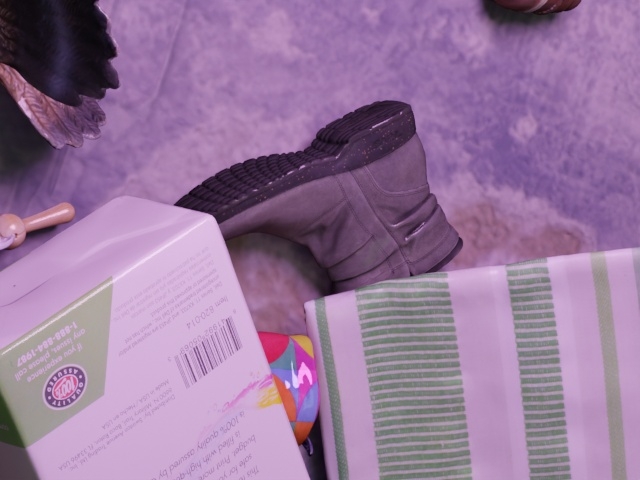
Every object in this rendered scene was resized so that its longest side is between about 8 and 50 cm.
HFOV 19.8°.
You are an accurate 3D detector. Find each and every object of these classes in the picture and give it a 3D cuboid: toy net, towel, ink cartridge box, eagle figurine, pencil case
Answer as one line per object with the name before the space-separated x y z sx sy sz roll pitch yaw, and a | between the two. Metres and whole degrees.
toy net | -0.217 0.020 1.430 0.232 0.045 0.122 18 44 -11
towel | 0.159 0.139 1.519 0.325 0.038 0.248 -7 104 8
ink cartridge box | -0.127 0.172 1.325 0.207 0.119 0.353 -35 119 -32
eagle figurine | -0.288 -0.180 1.329 0.298 0.226 0.225 7 126 -7
pencil case | -0.114 0.122 1.469 0.236 0.104 0.104 6 90 -22

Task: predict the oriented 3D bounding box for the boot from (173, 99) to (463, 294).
boot | 0.000 0.000 1.524 0.246 0.083 0.161 -25 110 -16

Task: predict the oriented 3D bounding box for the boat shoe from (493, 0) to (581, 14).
boat shoe | 0.206 -0.324 1.594 0.095 0.095 0.257 6 96 -36
